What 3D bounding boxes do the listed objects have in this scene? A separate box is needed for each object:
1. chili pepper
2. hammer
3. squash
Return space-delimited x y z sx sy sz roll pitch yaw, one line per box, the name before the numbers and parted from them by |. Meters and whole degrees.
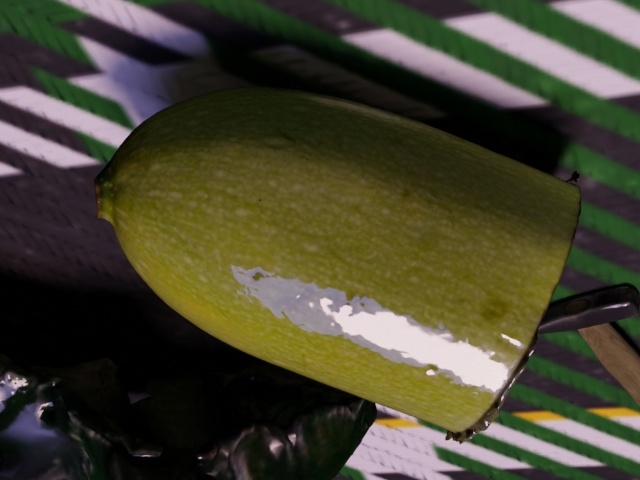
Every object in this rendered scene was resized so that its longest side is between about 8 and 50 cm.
chili pepper | -0.105 0.101 0.703 0.264 0.116 0.148 8 147 4
hammer | 0.173 0.087 0.704 0.062 0.013 0.199 -15 136 31
squash | 0.000 0.000 0.547 0.186 0.123 0.123 19 143 -6
